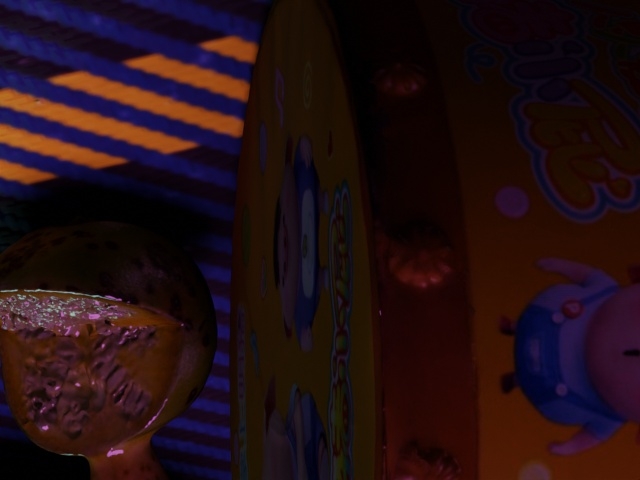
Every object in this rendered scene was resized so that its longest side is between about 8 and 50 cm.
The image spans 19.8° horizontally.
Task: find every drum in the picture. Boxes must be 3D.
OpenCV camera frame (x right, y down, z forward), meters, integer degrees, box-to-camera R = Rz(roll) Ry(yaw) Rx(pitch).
[{"bbox_3d":[0.086,0.072,0.874,0.214,0.431,0.431,0,145,-10],"label":"drum"}]

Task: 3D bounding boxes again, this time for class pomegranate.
[{"bbox_3d":[-0.120,0.064,1.074,0.143,0.122,0.169,-21,104,29],"label":"pomegranate"}]
